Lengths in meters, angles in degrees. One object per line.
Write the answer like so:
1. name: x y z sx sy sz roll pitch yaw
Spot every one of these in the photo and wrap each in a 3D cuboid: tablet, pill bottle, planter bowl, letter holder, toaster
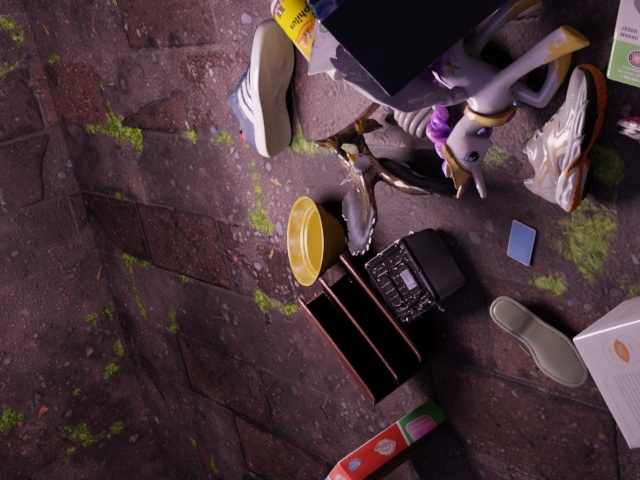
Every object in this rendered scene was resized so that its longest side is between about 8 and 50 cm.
1. tablet: 0.392 0.005 1.627 0.054 0.006 0.083 32 133 38
2. pill bottle: -0.002 -0.443 1.760 0.215 0.117 0.117 53 144 15
3. planter bowl: 0.000 0.000 2.032 0.217 0.090 0.217 178 90 -65
4. letter holder: 0.090 0.208 1.943 0.302 0.152 0.214 52 173 17
5. toaster: 0.209 0.082 1.819 0.186 0.110 0.168 59 146 8

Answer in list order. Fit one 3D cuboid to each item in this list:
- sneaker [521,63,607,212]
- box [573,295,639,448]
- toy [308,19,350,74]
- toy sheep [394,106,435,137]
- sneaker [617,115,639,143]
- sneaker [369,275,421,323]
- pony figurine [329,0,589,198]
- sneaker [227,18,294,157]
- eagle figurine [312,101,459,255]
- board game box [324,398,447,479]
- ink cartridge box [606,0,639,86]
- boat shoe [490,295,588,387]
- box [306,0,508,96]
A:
1. sneaker: 0.401 -0.176 1.410 0.121 0.099 0.262 23 128 30
2. box: 0.614 0.179 1.308 0.345 0.168 0.215 -31 86 56
3. toy: 0.057 -0.437 1.654 0.136 0.056 0.237 -6 71 37
4. toy sheep: 0.192 -0.254 1.658 0.132 0.091 0.091 42 139 21
5. sneaker: 0.537 -0.141 1.299 0.170 0.063 0.075 28 126 34
6. sneaker: 0.177 0.122 1.928 0.162 0.063 0.073 50 139 19
7. pony figurine: 0.240 -0.293 1.451 0.351 0.303 0.363 44 126 14
8. sneaker: -0.155 -0.370 1.990 0.148 0.131 0.350 32 134 31
9. eagle figurine: 0.113 -0.122 1.715 0.298 0.225 0.226 56 134 24
10. board game box: 0.137 0.529 2.010 0.064 0.316 0.242 50 143 20
11. ink cartridge box: 0.528 -0.340 1.142 0.198 0.114 0.273 29 132 40
12. boat shoe: 0.434 0.195 1.641 0.228 0.068 0.081 45 101 19
13. box: 0.100 -0.480 1.309 0.293 0.212 0.395 -38 49 15
